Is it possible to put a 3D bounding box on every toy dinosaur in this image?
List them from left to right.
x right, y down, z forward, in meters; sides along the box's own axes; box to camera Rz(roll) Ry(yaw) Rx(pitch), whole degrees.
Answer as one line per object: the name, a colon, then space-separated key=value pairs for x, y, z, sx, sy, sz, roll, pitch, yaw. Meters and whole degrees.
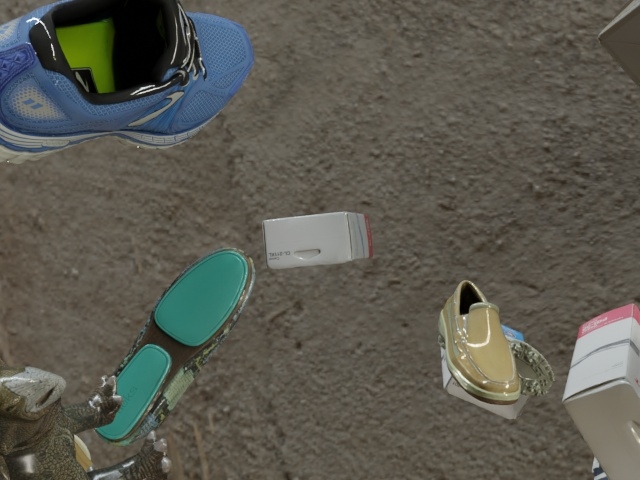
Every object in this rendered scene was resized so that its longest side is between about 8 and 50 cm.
toy dinosaur: x=-0.183 y=0.154 z=0.456 sx=0.121 sy=0.160 sz=0.313 roll=49 pitch=123 yaw=41

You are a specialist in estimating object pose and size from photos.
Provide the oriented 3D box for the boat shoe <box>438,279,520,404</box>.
boat shoe: x=0.165 y=0.099 z=0.889 sx=0.190 sy=0.068 sz=0.072 roll=-111 pitch=31 yaw=-66

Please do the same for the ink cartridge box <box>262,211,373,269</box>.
ink cartridge box: x=0.000 y=0.000 z=1.250 sx=0.128 sy=0.175 sz=0.072 roll=-6 pitch=89 yaw=12

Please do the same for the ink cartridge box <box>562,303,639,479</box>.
ink cartridge box: x=0.517 y=0.263 z=1.414 sx=0.117 sy=0.283 sz=0.207 roll=-29 pitch=96 yaw=30

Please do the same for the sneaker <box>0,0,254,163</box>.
sneaker: x=-0.146 y=-0.149 z=0.722 sx=0.147 sy=0.330 sz=0.129 roll=-20 pitch=97 yaw=33

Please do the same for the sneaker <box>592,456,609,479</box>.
sneaker: x=0.544 y=0.463 z=1.467 sx=0.153 sy=0.235 sz=0.094 roll=13 pitch=140 yaw=17

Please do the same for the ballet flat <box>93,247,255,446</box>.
ballet flat: x=-0.118 y=0.088 z=0.704 sx=0.188 sy=0.070 sz=0.070 roll=-50 pitch=50 yaw=-7

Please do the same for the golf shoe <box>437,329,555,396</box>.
golf shoe: x=0.249 y=0.153 z=1.193 sx=0.176 sy=0.086 sz=0.069 roll=32 pitch=100 yaw=1

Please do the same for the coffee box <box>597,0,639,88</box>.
coffee box: x=0.425 y=-0.269 z=0.850 sx=0.119 sy=0.297 sz=0.168 roll=48 pitch=141 yaw=-3

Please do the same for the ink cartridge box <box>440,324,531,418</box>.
ink cartridge box: x=0.292 y=0.213 z=1.495 sx=0.140 sy=0.190 sz=0.082 roll=24 pitch=111 yaw=-4

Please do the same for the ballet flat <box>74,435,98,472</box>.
ballet flat: x=-0.202 y=0.154 z=0.594 sx=0.232 sy=0.080 sz=0.073 roll=84 pitch=-179 yaw=-51
